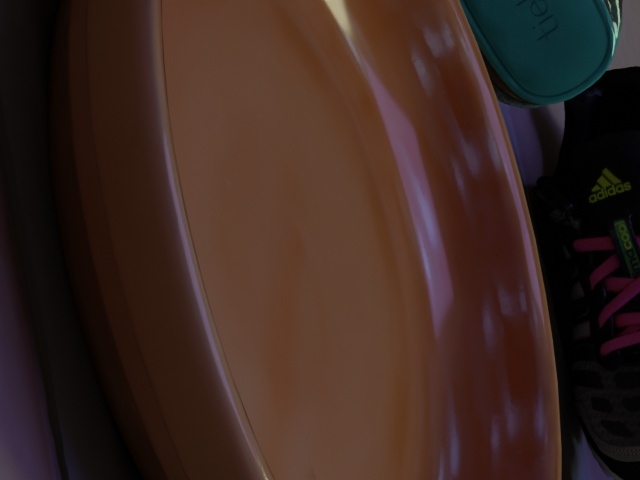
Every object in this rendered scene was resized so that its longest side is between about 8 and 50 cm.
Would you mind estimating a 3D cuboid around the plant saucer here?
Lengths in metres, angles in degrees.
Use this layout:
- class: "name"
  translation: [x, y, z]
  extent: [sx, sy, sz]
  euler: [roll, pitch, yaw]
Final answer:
- class: "plant saucer"
  translation: [0.000, 0.000, 0.419]
  extent: [0.200, 0.037, 0.200]
  euler: [45, 38, -51]

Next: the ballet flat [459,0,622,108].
- class: "ballet flat"
  translation: [0.023, -0.119, 0.532]
  extent: [0.070, 0.070, 0.188]
  euler: [-74, 144, -51]

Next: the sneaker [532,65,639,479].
- class: "sneaker"
  translation: [0.099, 0.006, 0.617]
  extent: [0.170, 0.063, 0.075]
  euler: [-84, 151, -50]
